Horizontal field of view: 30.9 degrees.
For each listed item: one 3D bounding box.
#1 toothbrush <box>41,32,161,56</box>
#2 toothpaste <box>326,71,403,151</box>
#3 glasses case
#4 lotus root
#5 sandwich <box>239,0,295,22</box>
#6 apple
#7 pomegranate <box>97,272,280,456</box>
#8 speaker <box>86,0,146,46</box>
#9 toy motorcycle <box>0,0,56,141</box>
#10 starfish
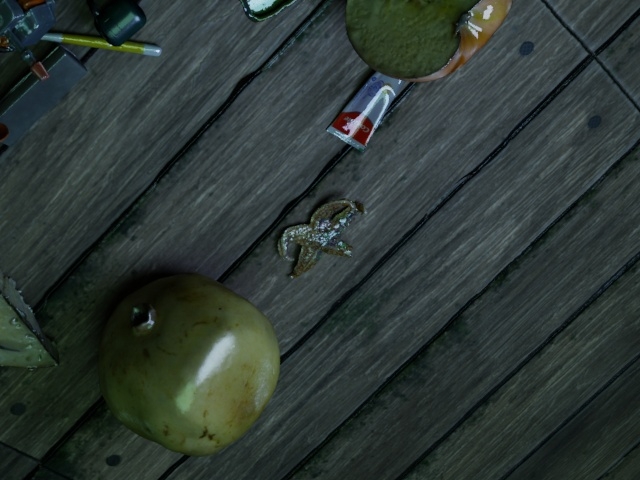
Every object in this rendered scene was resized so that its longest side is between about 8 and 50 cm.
[{"bbox_3d":[-0.396,-0.324,1.863,0.288,0.024,0.021,4,123,-26],"label":"toothbrush"},{"bbox_3d":[0.127,-0.296,2.075,0.075,0.048,0.301,22,114,-36],"label":"toothpaste"},{"bbox_3d":[-0.466,-0.235,1.869,0.190,0.042,0.072,-41,158,8],"label":"glasses case"},{"bbox_3d":[-0.593,0.150,2.064,0.170,0.074,0.260,-22,128,-6],"label":"lotus root"},{"bbox_3d":[-0.074,-0.493,1.829,0.212,0.109,0.292,10,115,-20],"label":"sandwich"},{"bbox_3d":[0.202,-0.390,1.917,0.293,0.251,0.163,-51,149,15],"label":"apple"},{"bbox_3d":[-0.241,0.220,2.105,0.332,0.332,0.332,-10,125,-15],"label":"pomegranate"},{"bbox_3d":[-0.329,-0.361,1.838,0.075,0.060,0.094,-41,127,6],"label":"speaker"},{"bbox_3d":[-0.519,-0.268,1.738,0.326,0.148,0.221,-37,95,26],"label":"toy motorcycle"},{"bbox_3d":[-0.001,-0.005,2.225,0.150,0.053,0.209,24,115,-19],"label":"starfish"}]
